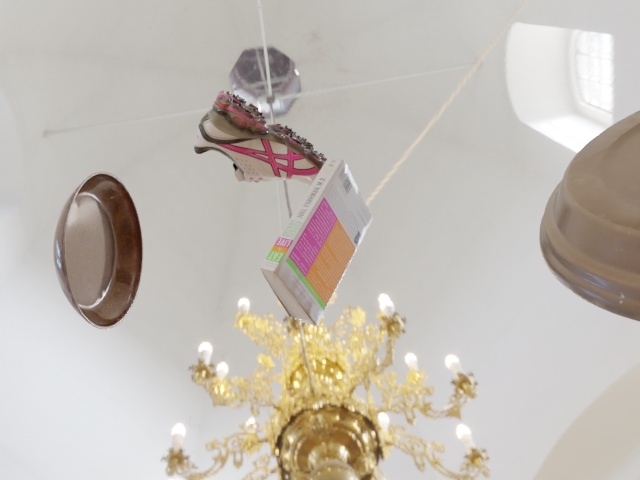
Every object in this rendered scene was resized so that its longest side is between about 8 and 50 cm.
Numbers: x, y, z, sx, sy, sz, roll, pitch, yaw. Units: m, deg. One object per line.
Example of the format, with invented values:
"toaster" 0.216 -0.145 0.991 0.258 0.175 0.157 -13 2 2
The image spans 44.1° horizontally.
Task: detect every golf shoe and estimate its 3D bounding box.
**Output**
"golf shoe" -0.064 -0.102 0.953 0.186 0.067 0.086 28 -74 -26

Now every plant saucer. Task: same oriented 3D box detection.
"plant saucer" -0.284 0.013 0.998 0.036 0.198 0.198 -2 -73 13
"plant saucer" 0.255 -0.040 0.426 0.278 0.278 0.041 -21 -68 2

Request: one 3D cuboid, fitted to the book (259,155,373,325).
"book" 0.000 0.000 0.804 0.144 0.035 0.096 -59 -38 -26
